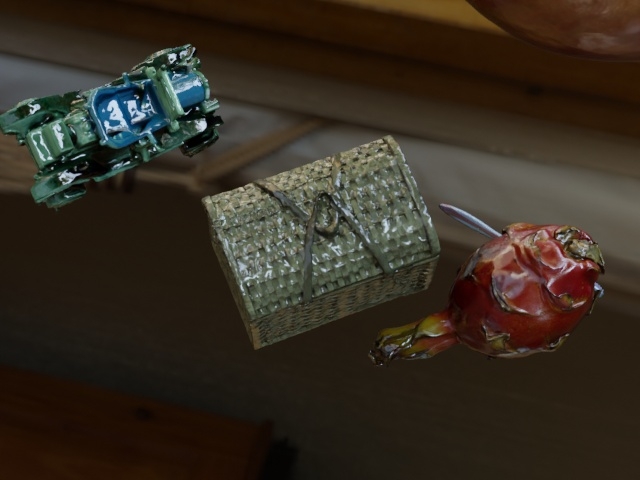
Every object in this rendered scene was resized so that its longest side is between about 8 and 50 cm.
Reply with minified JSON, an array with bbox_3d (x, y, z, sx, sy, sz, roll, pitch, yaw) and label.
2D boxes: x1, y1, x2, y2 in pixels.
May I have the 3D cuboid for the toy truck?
[{"bbox_3d":[-0.140,-0.084,0.998,0.078,0.154,0.080,-23,-89,63],"label":"toy truck"}]

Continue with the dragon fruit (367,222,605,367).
[{"bbox_3d":[0.156,0.065,1.358,0.125,0.246,0.125,58,9,-37],"label":"dragon fruit"}]

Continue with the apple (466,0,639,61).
[{"bbox_3d":[0.190,-0.259,0.946,0.233,0.286,0.286,-12,-121,55],"label":"apple"}]

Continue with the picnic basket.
[{"bbox_3d":[0.000,0.000,1.360,0.154,0.196,0.134,98,-27,-74],"label":"picnic basket"}]

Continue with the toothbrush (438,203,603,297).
[{"bbox_3d":[0.208,0.009,1.477,0.013,0.193,0.019,-64,174,25],"label":"toothbrush"}]
